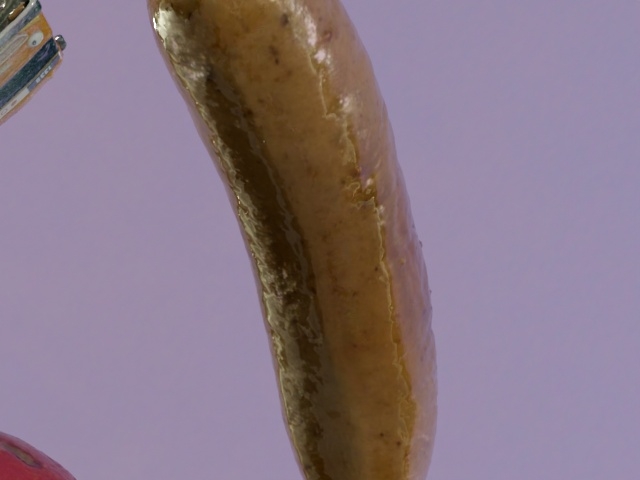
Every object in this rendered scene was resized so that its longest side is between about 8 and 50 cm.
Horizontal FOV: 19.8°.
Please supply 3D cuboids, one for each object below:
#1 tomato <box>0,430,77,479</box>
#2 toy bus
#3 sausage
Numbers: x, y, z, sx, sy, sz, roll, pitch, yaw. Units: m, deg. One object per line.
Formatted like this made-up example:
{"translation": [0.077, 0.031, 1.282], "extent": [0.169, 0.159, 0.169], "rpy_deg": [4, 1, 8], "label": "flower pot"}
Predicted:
{"translation": [-0.254, 0.179, 1.269], "extent": [0.189, 0.173, 0.099], "rpy_deg": [-6, -93, 25], "label": "tomato"}
{"translation": [-0.244, -0.144, 1.120], "extent": [0.182, 0.091, 0.103], "rpy_deg": [39, -12, 25], "label": "toy bus"}
{"translation": [0.003, -0.001, 1.281], "extent": [0.123, 0.136, 0.501], "rpy_deg": [32, -35, 52], "label": "sausage"}
